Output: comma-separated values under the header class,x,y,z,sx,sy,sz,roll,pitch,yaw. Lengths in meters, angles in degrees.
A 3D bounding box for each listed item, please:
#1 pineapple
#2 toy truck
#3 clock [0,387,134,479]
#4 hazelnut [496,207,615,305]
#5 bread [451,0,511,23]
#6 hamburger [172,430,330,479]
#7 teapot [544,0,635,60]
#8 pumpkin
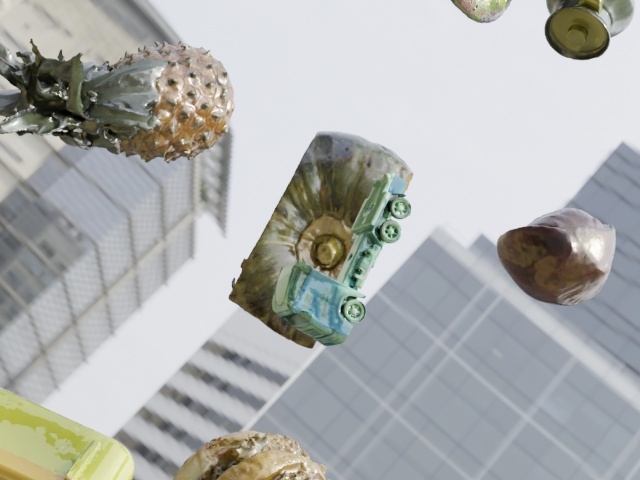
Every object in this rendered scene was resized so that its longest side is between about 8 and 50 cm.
class,x,y,z,sx,sy,sz,roll,pitch,yaw
pineapple,-0.249,-0.162,1.419,0.165,0.166,0.364,35,21,23
toy truck,0.021,0.008,1.147,0.081,0.175,0.067,30,-17,-14
clock,-0.271,0.209,1.035,0.202,0.096,0.143,22,-57,5
hazelnut,0.386,0.018,1.973,0.170,0.161,0.201,-34,-44,29
bread,0.220,-0.417,1.680,0.033,0.228,0.228,-6,-51,40
hamburger,-0.076,0.389,1.686,0.211,0.245,0.261,27,-48,43
teapot,0.385,-0.339,1.729,0.130,0.119,0.166,24,-34,5
pumpkin,-0.001,-0.001,1.517,0.139,0.281,0.190,30,-13,3
